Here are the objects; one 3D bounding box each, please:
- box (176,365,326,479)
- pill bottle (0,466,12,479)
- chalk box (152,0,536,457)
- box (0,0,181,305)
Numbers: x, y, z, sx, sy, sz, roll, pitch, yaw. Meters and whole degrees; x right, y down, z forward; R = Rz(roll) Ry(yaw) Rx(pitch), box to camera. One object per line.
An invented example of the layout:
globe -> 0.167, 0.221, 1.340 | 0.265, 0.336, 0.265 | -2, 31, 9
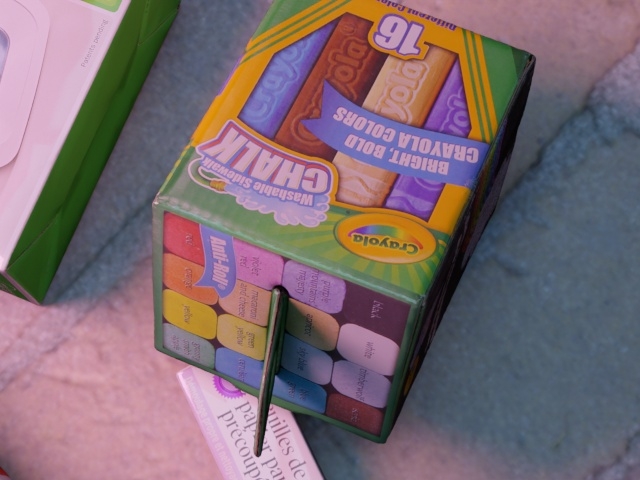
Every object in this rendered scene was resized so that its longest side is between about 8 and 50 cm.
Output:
box -> -0.001, 0.223, 1.148 | 0.063, 0.067, 0.324 | -26, 75, -3
pill bottle -> -0.360, 0.130, 1.138 | 0.181, 0.181, 0.323 | -44, 76, -8
chalk box -> 0.000, 0.000, 1.104 | 0.179, 0.180, 0.289 | 22, 54, 9
box -> -0.263, -0.121, 1.232 | 0.231, 0.127, 0.262 | 23, 78, 8
